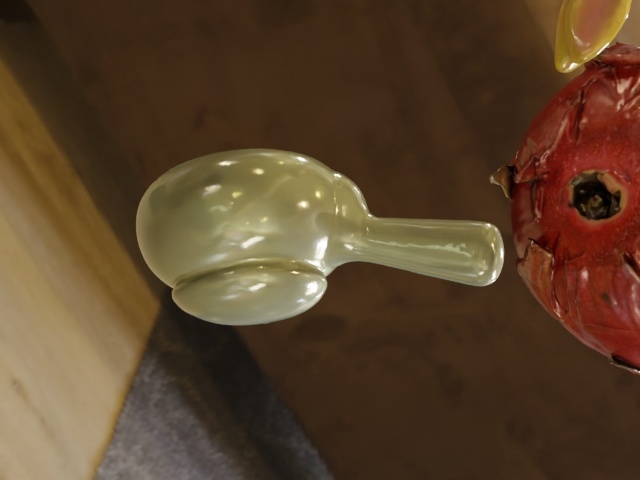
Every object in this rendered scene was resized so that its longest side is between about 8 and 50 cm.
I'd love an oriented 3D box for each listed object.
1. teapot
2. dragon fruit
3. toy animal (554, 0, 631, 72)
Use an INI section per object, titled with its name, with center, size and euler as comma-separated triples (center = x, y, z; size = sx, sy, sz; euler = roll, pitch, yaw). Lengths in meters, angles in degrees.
[teapot]
center = -0.018, -0.007, 1.221
size = 0.220, 0.318, 0.149
euler = 12, 68, -50
[dragon fruit]
center = 0.241, -0.021, 0.873
size = 0.252, 0.241, 0.241
euler = -34, 99, -55
[toy animal]
center = 0.131, -0.147, 0.574
size = 0.159, 0.070, 0.083
euler = -61, 166, -10
